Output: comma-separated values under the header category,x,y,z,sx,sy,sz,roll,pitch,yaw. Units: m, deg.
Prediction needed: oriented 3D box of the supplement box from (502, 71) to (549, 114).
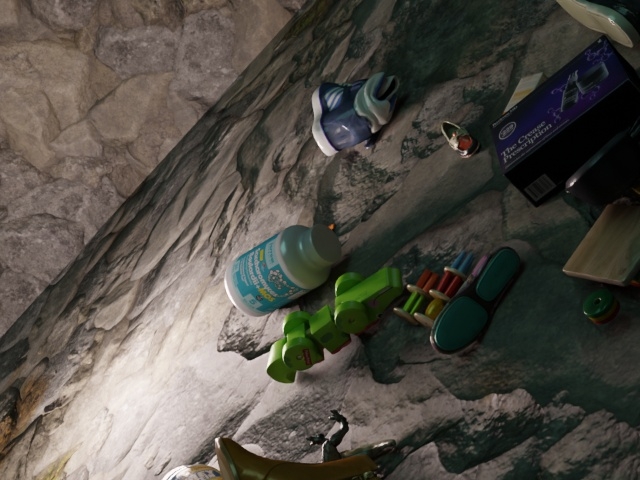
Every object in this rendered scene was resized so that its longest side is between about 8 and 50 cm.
category,x,y,z,sx,sy,sz,roll,pitch,yaw
supplement box,0.408,-0.278,1.945,0.062,0.036,0.098,-5,50,58

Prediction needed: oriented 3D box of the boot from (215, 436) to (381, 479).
category,x,y,z,sx,sy,sz,roll,pitch,yaw
boot,-0.025,0.380,1.557,0.211,0.104,0.295,-20,36,-22

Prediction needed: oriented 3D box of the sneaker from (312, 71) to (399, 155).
category,x,y,z,sx,sy,sz,roll,pitch,yaw
sneaker,0.104,-0.351,2.491,0.236,0.130,0.323,-29,26,20

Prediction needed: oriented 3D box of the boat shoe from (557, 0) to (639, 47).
category,x,y,z,sx,sy,sz,roll,pitch,yaw
boat shoe,0.539,-0.478,1.900,0.113,0.127,0.340,-45,26,10

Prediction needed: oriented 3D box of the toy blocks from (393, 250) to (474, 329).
category,x,y,z,sx,sy,sz,roll,pitch,yaw
toy blocks,0.207,0.081,1.755,0.148,0.054,0.123,-56,25,-12

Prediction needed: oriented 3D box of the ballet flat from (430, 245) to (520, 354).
category,x,y,z,sx,sy,sz,roll,pitch,yaw
ballet flat,0.252,0.102,1.643,0.221,0.077,0.079,-52,5,-16

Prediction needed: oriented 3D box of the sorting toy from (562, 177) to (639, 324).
category,x,y,z,sx,sy,sz,roll,pitch,yaw
sorting toy,0.449,0.007,1.449,0.274,0.046,0.132,-52,24,-12

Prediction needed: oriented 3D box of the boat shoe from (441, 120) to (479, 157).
category,x,y,z,sx,sy,sz,roll,pitch,yaw
boat shoe,0.288,-0.212,2.051,0.049,0.043,0.137,-44,26,10

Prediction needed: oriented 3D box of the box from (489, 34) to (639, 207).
category,x,y,z,sx,sy,sz,roll,pitch,yaw
box,0.435,-0.209,1.727,0.261,0.103,0.184,-39,24,23

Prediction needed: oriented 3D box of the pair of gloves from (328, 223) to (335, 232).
category,x,y,z,sx,sy,sz,roll,pitch,yaw
pair of gloves,0.000,0.000,2.281,0.083,0.010,0.074,-25,33,39

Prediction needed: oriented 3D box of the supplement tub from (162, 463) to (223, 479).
category,x,y,z,sx,sy,sz,roll,pitch,yaw
supplement tub,-0.204,0.484,1.774,0.144,0.144,0.200,-58,25,-16

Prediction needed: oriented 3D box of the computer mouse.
category,x,y,z,sx,sy,sz,roll,pitch,yaw
computer mouse,0.450,-0.110,1.516,0.188,0.072,0.272,-45,-8,21

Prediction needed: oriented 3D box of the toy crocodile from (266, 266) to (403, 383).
category,x,y,z,sx,sy,sz,roll,pitch,yaw
toy crocodile,0.025,0.166,1.910,0.340,0.105,0.115,-37,27,18

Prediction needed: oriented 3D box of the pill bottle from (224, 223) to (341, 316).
category,x,y,z,sx,sy,sz,roll,pitch,yaw
pill bottle,-0.078,0.058,2.164,0.264,0.146,0.146,-31,30,37

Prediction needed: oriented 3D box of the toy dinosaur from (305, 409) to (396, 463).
category,x,y,z,sx,sy,sz,roll,pitch,yaw
toy dinosaur,0.020,0.362,1.670,0.268,0.064,0.118,-37,41,24
